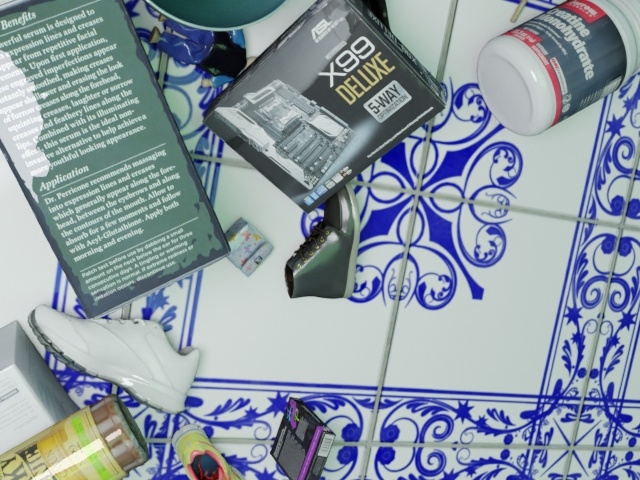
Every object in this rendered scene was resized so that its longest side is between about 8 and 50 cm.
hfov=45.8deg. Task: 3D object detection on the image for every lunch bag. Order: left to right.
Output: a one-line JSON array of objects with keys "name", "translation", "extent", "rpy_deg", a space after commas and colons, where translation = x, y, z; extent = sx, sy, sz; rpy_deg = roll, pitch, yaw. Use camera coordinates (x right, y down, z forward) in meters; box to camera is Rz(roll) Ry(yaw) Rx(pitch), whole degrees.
[{"name": "lunch bag", "translation": [-0.126, 0.014, 1.297], "extent": [0.071, 0.053, 0.083], "rpy_deg": [-45, 121, -7]}]

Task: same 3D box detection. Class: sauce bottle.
[{"name": "sauce bottle", "translation": [-0.394, 0.330, 0.975], "extent": [0.344, 0.111, 0.111], "rpy_deg": [-31, 109, -13]}]

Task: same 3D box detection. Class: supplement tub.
[{"name": "supplement tub", "translation": [0.441, -0.326, 1.376], "extent": [0.272, 0.191, 0.191], "rpy_deg": [-30, 109, -14]}]

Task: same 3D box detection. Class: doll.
[{"name": "doll", "translation": [-0.173, -0.311, 1.218], "extent": [0.189, 0.046, 0.129], "rpy_deg": [22, 102, -24]}]

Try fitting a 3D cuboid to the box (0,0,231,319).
[{"name": "box", "translation": [-0.323, -0.135, 1.060], "extent": [0.212, 0.293, 0.395], "rpy_deg": [-26, 108, -15]}]

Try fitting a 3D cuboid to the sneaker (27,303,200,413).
[{"name": "sneaker", "translation": [-0.331, 0.173, 1.234], "extent": [0.297, 0.111, 0.129], "rpy_deg": [34, 71, -27]}]

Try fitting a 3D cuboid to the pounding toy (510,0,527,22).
[{"name": "pounding toy", "translation": [0.402, -0.498, 1.392], "extent": [0.130, 0.100, 0.141], "rpy_deg": [-25, 97, -16]}]

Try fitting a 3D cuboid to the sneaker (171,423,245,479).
[{"name": "sneaker", "translation": [-0.186, 0.422, 1.328], "extent": [0.081, 0.094, 0.208], "rpy_deg": [-39, 112, -12]}]

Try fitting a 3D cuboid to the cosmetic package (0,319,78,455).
[{"name": "cosmetic package", "translation": [-0.451, 0.268, 1.124], "extent": [0.138, 0.224, 0.224], "rpy_deg": [-30, 109, -13]}]

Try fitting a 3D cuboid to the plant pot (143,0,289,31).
[{"name": "plant pot", "translation": [-0.177, -0.448, 1.110], "extent": [0.290, 0.195, 0.290], "rpy_deg": [-4, 101, -21]}]

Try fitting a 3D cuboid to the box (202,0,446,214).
[{"name": "box", "translation": [0.005, -0.217, 1.204], "extent": [0.307, 0.076, 0.242], "rpy_deg": [-36, 116, 28]}]

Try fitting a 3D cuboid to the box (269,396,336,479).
[{"name": "box", "translation": [-0.034, 0.360, 1.338], "extent": [0.029, 0.162, 0.116], "rpy_deg": [18, 94, -27]}]

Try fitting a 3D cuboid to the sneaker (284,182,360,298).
[{"name": "sneaker", "translation": [0.000, 0.000, 1.326], "extent": [0.118, 0.083, 0.222], "rpy_deg": [-4, 102, -20]}]

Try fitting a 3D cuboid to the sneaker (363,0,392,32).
[{"name": "sneaker", "translation": [0.063, -0.284, 1.261], "extent": [0.102, 0.146, 0.293], "rpy_deg": [-4, 101, -21]}]
